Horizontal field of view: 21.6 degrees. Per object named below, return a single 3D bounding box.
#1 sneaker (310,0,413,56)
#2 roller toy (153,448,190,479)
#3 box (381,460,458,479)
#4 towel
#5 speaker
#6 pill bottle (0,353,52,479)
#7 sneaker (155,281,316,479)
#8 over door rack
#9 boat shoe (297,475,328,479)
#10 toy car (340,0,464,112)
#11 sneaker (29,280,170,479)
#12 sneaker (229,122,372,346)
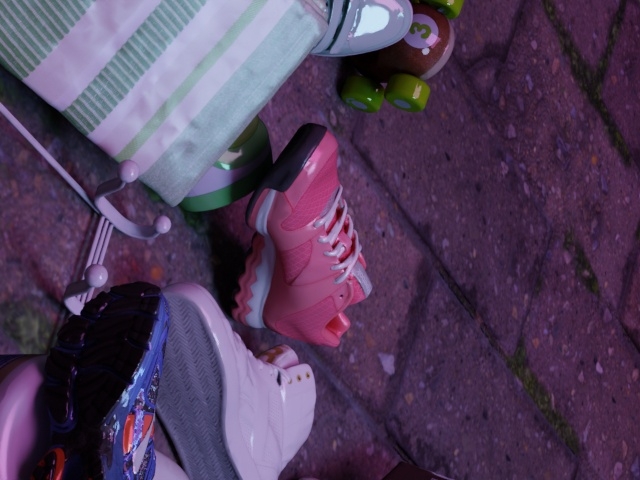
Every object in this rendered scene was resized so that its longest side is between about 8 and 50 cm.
[{"bbox_3d":[0.003,-0.221,1.753,0.256,0.151,0.094,1,113,-26],"label":"sneaker"},{"bbox_3d":[-0.213,0.245,1.483,0.209,0.191,0.146,44,53,-45],"label":"roller toy"},{"bbox_3d":[0.067,0.396,1.810,0.381,0.143,0.191,-27,134,-69],"label":"box"},{"bbox_3d":[-0.170,-0.217,1.548,0.248,0.038,0.325,-49,121,1],"label":"towel"},{"bbox_3d":[-0.149,-0.180,1.662,0.131,0.131,0.296,-51,128,-44],"label":"speaker"},{"bbox_3d":[-0.291,0.166,1.312,0.153,0.264,0.153,8,80,-54],"label":"pill bottle"},{"bbox_3d":[-0.092,0.136,1.753,0.169,0.108,0.293,-50,137,-46],"label":"sneaker"},{"bbox_3d":[-0.261,0.014,1.504,0.324,0.108,0.240,42,54,-46],"label":"over door rack"},{"bbox_3d":[-0.038,0.355,1.826,0.254,0.079,0.095,-42,129,-46],"label":"boat shoe"},{"bbox_3d":[0.051,-0.259,1.958,0.188,0.149,0.155,32,72,-37],"label":"toy car"},{"bbox_3d":[-0.156,0.136,1.223,0.087,0.083,0.221,45,56,-60],"label":"sneaker"},{"bbox_3d":[0.000,0.000,1.734,0.116,0.136,0.314,-57,168,-36],"label":"sneaker"}]
